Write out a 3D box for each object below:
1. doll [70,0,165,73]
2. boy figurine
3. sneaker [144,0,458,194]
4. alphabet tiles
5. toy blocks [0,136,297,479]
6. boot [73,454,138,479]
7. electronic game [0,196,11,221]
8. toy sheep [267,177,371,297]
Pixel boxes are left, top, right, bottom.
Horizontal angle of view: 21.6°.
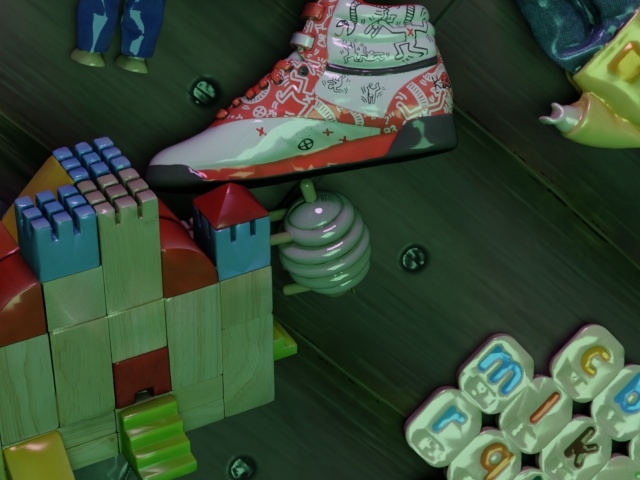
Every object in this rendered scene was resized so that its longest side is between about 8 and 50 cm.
[{"bbox_3d":[-0.163,-0.237,1.377,0.129,0.046,0.189,8,103,-17],"label":"doll"},{"bbox_3d":[0.274,-0.149,1.487,0.177,0.092,0.285,-42,107,-3],"label":"boy figurine"},{"bbox_3d":[-0.025,-0.126,1.427,0.270,0.090,0.145,-10,87,2],"label":"sneaker"},{"bbox_3d":[0.216,0.226,1.593,0.278,0.021,0.284,-46,104,-2],"label":"alphabet tiles"},{"bbox_3d":[-0.187,0.046,1.335,0.381,0.191,0.261,-16,128,-23],"label":"toy blocks"},{"bbox_3d":[-0.175,0.262,1.505,0.189,0.076,0.208,27,90,-21],"label":"boot"},{"bbox_3d":[-0.337,0.047,1.354,0.229,0.048,0.229,-30,146,-22],"label":"electronic game"},{"bbox_3d":[0.000,0.000,1.461,0.091,0.091,0.132,-25,134,-6],"label":"toy sheep"}]
